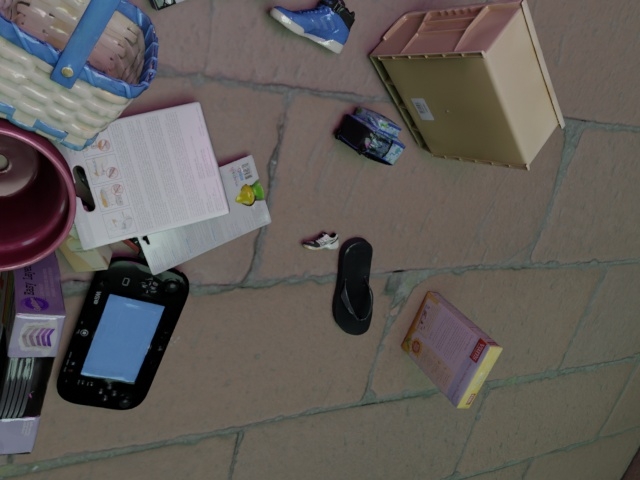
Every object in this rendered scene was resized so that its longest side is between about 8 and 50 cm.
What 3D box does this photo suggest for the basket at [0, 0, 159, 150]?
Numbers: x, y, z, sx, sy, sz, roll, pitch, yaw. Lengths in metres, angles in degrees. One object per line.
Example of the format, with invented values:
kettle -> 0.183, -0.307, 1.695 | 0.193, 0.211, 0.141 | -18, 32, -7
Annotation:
basket -> -0.290, -0.274, 0.675 | 0.201, 0.254, 0.289 | 29, 120, -34

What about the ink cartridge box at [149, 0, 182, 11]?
ink cartridge box -> -0.229, -0.440, 0.762 | 0.097, 0.046, 0.207 | -29, 126, -13

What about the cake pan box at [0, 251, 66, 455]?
cake pan box -> -0.451, 0.145, 0.833 | 0.070, 0.267, 0.245 | 7, 115, -34

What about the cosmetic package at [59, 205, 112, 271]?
cosmetic package -> -0.390, -0.001, 0.896 | 0.060, 0.041, 0.115 | -6, 138, 4

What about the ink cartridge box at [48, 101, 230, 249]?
ink cartridge box -> -0.280, -0.105, 0.879 | 0.233, 0.066, 0.188 | -15, 99, -10

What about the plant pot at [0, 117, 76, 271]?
plant pot -> -0.450, -0.085, 0.757 | 0.202, 0.180, 0.201 | -14, 123, -22

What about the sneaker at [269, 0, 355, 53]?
sneaker -> -0.008, -0.375, 0.909 | 0.152, 0.058, 0.084 | 12, 116, -37

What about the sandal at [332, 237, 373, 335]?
sandal -> 0.078, 0.117, 1.236 | 0.097, 0.054, 0.254 | -17, 123, -20

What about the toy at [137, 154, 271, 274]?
toy -> -0.214, -0.052, 0.981 | 0.237, 0.056, 0.136 | -25, 117, -22

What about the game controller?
game controller -> -0.367, 0.177, 1.022 | 0.167, 0.067, 0.319 | 15, 108, -34

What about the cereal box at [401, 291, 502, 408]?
cereal box -> 0.305, 0.257, 1.320 | 0.047, 0.240, 0.172 | 11, 111, -33

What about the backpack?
backpack -> 0.105, -0.195, 1.044 | 0.114, 0.105, 0.084 | 21, 106, -41

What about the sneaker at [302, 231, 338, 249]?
sneaker -> 0.000, 0.000, 1.148 | 0.083, 0.032, 0.036 | -4, 105, -32

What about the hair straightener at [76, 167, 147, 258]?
hair straightener -> -0.324, -0.040, 0.932 | 0.089, 0.047, 0.230 | -42, 124, -1

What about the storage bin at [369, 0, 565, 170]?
storage bin -> 0.259, -0.271, 0.994 | 0.123, 0.260, 0.262 | -53, 130, -15
